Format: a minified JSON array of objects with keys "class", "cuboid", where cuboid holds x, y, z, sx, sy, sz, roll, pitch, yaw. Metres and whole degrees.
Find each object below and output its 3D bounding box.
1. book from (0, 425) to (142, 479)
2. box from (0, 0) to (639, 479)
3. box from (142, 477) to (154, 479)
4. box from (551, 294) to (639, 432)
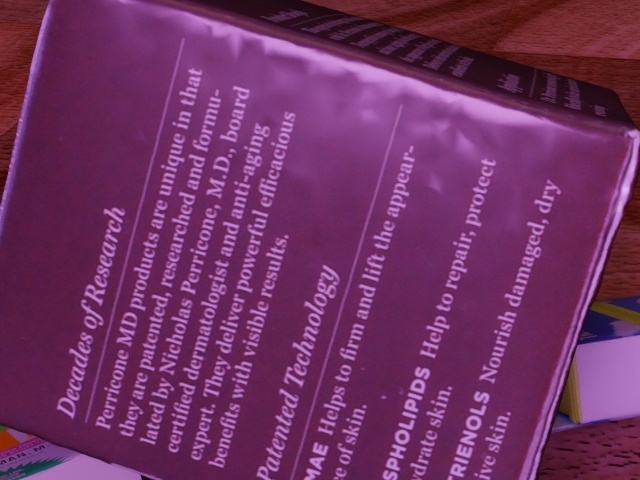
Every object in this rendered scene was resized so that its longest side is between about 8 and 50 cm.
[{"class":"book","cuboid":[-0.137,0.101,0.577,0.096,0.035,0.144,-18,6,-21]},{"class":"box","cuboid":[0.000,0.000,0.542,0.203,0.167,0.168,17,13,7]},{"class":"box","cuboid":[-0.043,0.147,0.519,0.233,0.044,0.159,-17,29,-30]},{"class":"box","cuboid":[0.164,0.052,0.678,0.178,0.042,0.109,-7,6,-12]}]
